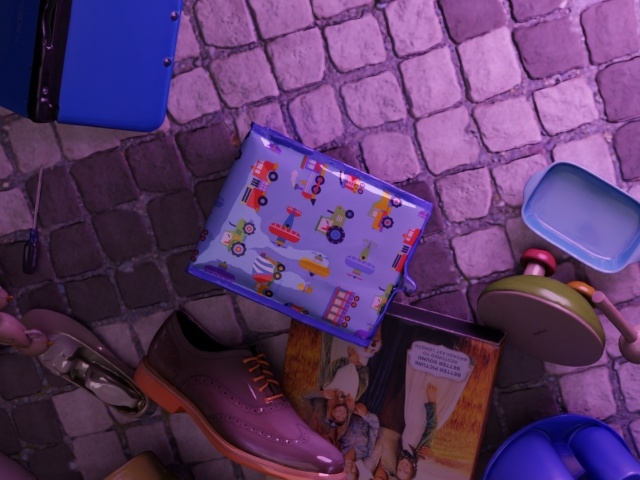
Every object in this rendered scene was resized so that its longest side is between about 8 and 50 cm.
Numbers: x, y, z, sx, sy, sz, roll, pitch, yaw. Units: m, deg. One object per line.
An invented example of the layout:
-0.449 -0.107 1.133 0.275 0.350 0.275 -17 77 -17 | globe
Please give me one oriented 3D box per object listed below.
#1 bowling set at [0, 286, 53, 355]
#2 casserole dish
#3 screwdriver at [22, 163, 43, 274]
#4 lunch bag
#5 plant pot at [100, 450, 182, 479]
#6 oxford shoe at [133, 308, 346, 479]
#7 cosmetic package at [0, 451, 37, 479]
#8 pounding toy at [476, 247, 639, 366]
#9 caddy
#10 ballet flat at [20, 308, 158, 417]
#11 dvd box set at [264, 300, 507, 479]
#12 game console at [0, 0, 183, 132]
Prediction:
-0.538 0.101 1.886 0.287 0.154 0.200 -11 65 16 | bowling set
0.364 -0.035 1.720 0.188 0.037 0.114 31 109 1 | casserole dish
-0.428 -0.031 1.872 0.025 0.024 0.170 0 106 -20 | screwdriver
0.000 0.000 1.717 0.293 0.138 0.221 25 95 3 | lunch bag
-0.243 0.514 1.849 0.366 0.366 0.353 -39 85 18 | plant pot
-0.106 0.225 1.791 0.363 0.130 0.133 29 102 22 | oxford shoe
-0.564 0.435 1.887 0.129 0.296 0.153 36 107 -1 | cosmetic package
0.337 0.080 1.714 0.237 0.110 0.183 1 145 45 | pounding toy
0.348 0.417 1.786 0.241 0.179 0.341 -3 107 -14 | caddy
-0.352 0.188 1.890 0.248 0.086 0.086 33 109 0 | ballet flat
0.078 0.292 1.831 0.307 0.062 0.420 16 109 16 | dvd box set
-0.344 -0.319 1.770 0.250 0.173 0.293 25 111 35 | game console
